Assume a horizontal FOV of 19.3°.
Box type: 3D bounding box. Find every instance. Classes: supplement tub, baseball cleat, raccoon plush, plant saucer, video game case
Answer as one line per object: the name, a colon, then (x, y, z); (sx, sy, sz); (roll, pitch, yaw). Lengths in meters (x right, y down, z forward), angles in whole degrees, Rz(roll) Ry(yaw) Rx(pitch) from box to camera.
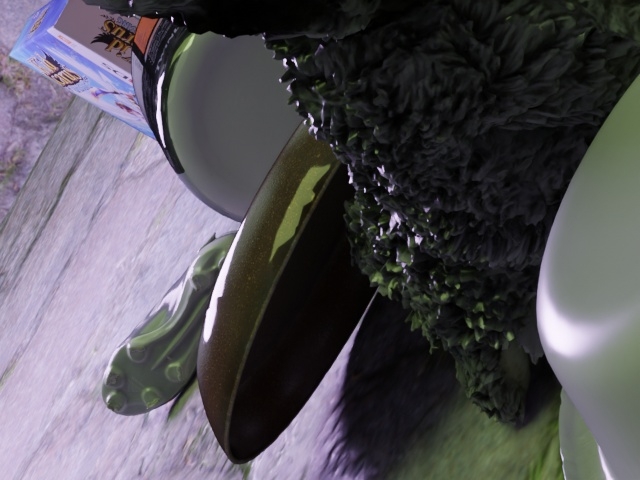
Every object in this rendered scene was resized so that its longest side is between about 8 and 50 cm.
supplement tub: (-0.055, -0.141, 1.634); (0.207, 0.207, 0.338); (-56, 16, 6)
baseball cleat: (-0.121, 0.074, 1.719); (0.206, 0.072, 0.109); (-47, 5, 20)
raccoon plush: (0.003, -0.062, 0.958); (0.299, 0.446, 0.216); (-60, 33, 35)
plant saucer: (0.000, 0.000, 1.244); (0.311, 0.050, 0.310); (-56, -14, -21)
video game case: (-0.206, -0.181, 2.088); (0.061, 0.244, 0.269); (-61, 16, -10)

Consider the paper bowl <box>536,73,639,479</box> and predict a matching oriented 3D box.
paper bowl: (0.195, 0.001, 0.735); (0.284, 0.148, 0.284); (-52, 16, 21)
